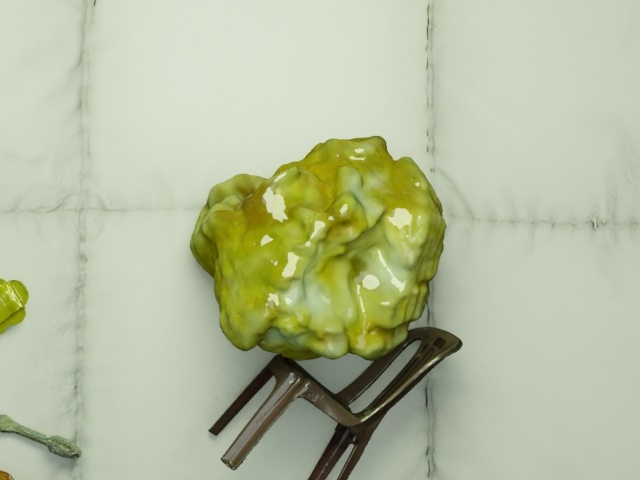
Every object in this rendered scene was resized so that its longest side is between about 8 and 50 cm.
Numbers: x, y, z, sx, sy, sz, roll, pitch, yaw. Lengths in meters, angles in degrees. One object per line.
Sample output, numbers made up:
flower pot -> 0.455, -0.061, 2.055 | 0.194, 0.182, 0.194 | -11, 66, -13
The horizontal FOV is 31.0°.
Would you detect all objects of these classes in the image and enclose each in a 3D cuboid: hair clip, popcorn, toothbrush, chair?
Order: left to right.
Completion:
hair clip -> -0.478, 0.116, 1.598 | 0.173, 0.046, 0.072 | -38, 96, -7
toothbrush -> -0.471, 0.245, 1.607 | 0.294, 0.028, 0.026 | 22, 83, -2
popcorn -> 0.002, 0.013, 1.570 | 0.334, 0.292, 0.294 | -10, 97, -15
chair -> 0.022, 0.208, 1.608 | 0.183, 0.175, 0.326 | 39, 86, -14

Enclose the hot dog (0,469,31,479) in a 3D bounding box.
hot dog -> -0.504, 0.390, 1.565 | 0.249, 0.102, 0.076 | -24, 133, -7
